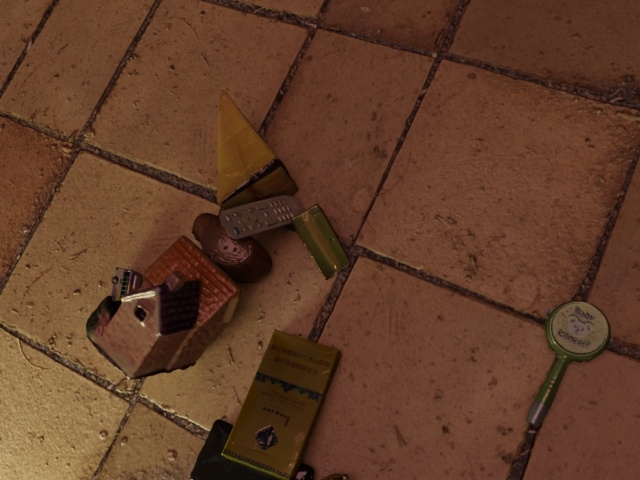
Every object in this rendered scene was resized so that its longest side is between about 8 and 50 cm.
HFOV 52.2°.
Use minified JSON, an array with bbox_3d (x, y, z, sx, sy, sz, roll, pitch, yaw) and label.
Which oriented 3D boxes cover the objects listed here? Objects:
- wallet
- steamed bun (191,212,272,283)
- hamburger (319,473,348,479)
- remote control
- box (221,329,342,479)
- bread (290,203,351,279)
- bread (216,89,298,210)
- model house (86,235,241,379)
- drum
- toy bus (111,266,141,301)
[{"bbox_3d":[-0.141,0.480,1.328,0.250,0.044,0.149,23,83,20],"label":"wallet"},{"bbox_3d":[-0.202,0.019,1.436,0.175,0.145,0.106,37,86,27],"label":"steamed bun"},{"bbox_3d":[-0.003,0.530,1.240,0.176,0.087,0.102,-28,91,-17],"label":"hamburger"},{"bbox_3d":[-0.122,-0.050,1.424,0.044,0.229,0.073,-43,73,45],"label":"remote control"},{"bbox_3d":[-0.076,0.331,1.334,0.153,0.041,0.278,15,67,18],"label":"box"},{"bbox_3d":[0.002,0.004,1.420,0.074,0.084,0.139,-28,69,3],"label":"bread"},{"bbox_3d":[-0.193,-0.183,1.493,0.163,0.167,0.264,-37,64,1],"label":"bread"},{"bbox_3d":[-0.321,0.126,1.347,0.202,0.237,0.237,44,107,22],"label":"model house"},{"bbox_3d":[0.478,0.238,1.238,0.130,0.049,0.253,10,76,18],"label":"drum"},{"bbox_3d":[-0.454,0.116,1.520,0.058,0.052,0.102,2,75,15],"label":"toy bus"}]
